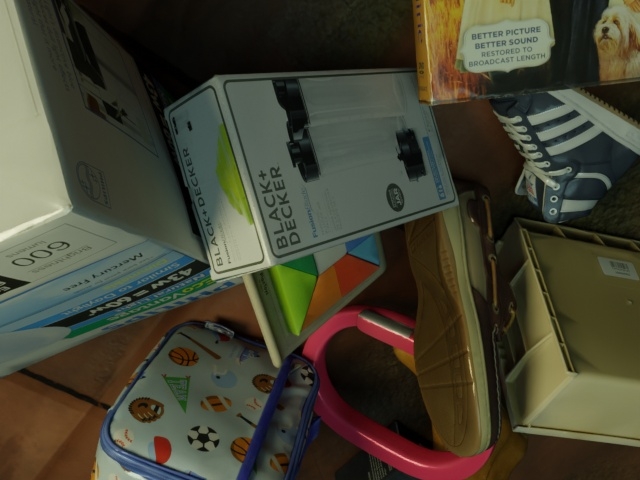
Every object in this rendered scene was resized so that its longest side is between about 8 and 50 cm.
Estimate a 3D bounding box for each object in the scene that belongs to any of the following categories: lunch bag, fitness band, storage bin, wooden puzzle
[{"bbox_3d":[-0.123,0.227,0.802,0.243,0.303,0.115,19,116,3],"label":"lunch bag"},{"bbox_3d":[0.104,0.206,0.871,0.291,0.054,0.209,25,118,22],"label":"fitness band"},{"bbox_3d":[0.364,0.113,0.817,0.262,0.260,0.123,10,135,-11],"label":"storage bin"},{"bbox_3d":[0.000,0.000,0.745,0.044,0.239,0.221,12,130,39],"label":"wooden puzzle"}]

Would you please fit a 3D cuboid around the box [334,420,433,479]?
[{"bbox_3d":[0.134,0.408,1.050,0.156,0.093,0.158,35,112,-22],"label":"box"}]

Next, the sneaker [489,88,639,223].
[{"bbox_3d":[0.253,-0.122,0.759,0.282,0.099,0.153,22,113,-20],"label":"sneaker"}]

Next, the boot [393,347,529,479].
[{"bbox_3d":[0.193,0.282,0.934,0.295,0.104,0.211,28,82,-24],"label":"boot"}]

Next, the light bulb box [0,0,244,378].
[{"bbox_3d":[-0.306,-0.021,0.583,0.358,0.361,0.225,-22,76,7],"label":"light bulb box"}]

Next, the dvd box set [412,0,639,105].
[{"bbox_3d":[0.231,-0.354,0.589,0.308,0.062,0.420,-6,106,-2],"label":"dvd box set"}]

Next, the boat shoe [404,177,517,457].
[{"bbox_3d":[0.185,0.078,0.761,0.123,0.342,0.123,4,153,-19],"label":"boat shoe"}]

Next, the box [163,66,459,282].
[{"bbox_3d":[0.007,-0.077,0.637,0.087,0.290,0.169,-15,91,46],"label":"box"}]
